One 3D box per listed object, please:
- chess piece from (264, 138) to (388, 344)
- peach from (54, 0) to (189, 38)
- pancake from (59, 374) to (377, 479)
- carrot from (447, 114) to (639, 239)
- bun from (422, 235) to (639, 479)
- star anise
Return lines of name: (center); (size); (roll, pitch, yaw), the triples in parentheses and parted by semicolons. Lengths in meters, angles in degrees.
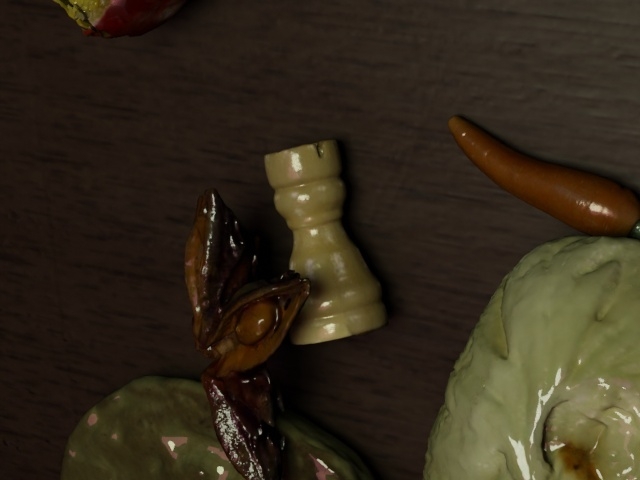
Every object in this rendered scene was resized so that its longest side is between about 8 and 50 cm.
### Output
chess piece: (0.000, 0.000, 0.953); (0.066, 0.066, 0.122); (-12, 91, 29)
peach: (-0.140, -0.196, 0.956); (0.172, 0.092, 0.127); (19, 106, 34)
pancake: (-0.063, 0.222, 1.049); (0.294, 0.049, 0.295); (9, 108, 28)
carrot: (0.131, -0.034, 0.892); (0.142, 0.035, 0.035); (28, 114, 23)
bun: (0.152, 0.125, 0.847); (0.243, 0.153, 0.244); (2, 94, 26)
star anise: (-0.050, 0.044, 0.942); (0.157, 0.053, 0.212); (108, 149, -53)
